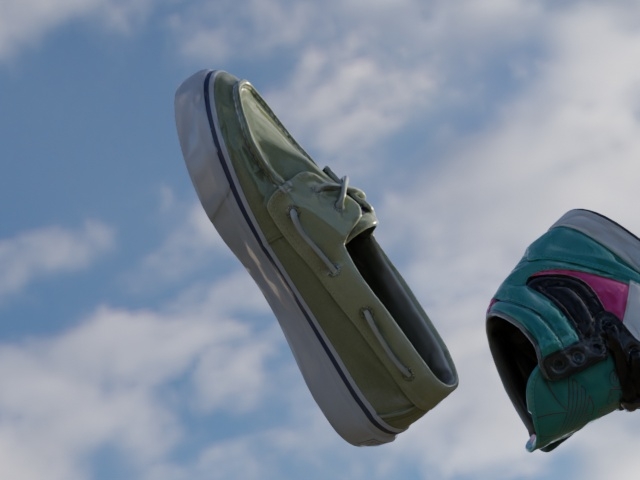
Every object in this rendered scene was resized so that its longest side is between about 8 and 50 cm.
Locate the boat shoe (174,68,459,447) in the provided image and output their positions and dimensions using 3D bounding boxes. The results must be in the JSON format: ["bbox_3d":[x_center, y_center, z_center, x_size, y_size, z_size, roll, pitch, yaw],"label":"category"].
[{"bbox_3d":[0.000,0.000,1.345,0.094,0.302,0.109,-31,-4,24],"label":"boat shoe"}]

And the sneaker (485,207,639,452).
[{"bbox_3d":[0.233,0.105,1.382,0.178,0.295,0.124,-37,-38,-24],"label":"sneaker"}]
